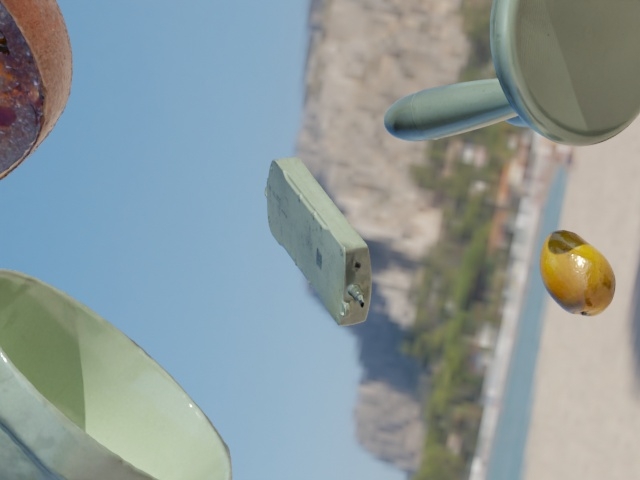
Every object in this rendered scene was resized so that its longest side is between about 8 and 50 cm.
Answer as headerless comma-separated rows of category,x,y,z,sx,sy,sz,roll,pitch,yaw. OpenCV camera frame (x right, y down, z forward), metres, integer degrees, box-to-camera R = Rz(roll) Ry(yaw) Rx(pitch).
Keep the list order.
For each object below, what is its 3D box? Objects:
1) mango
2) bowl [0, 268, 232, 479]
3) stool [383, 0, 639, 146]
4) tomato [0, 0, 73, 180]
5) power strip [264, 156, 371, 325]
mango,0.223,0.027,1.667,0.046,0.060,0.089,39,-158,-52
bowl,-0.244,0.178,1.752,0.163,0.307,0.307,-46,-2,9
stool,0.176,-0.186,1.709,0.199,0.195,0.195,9,105,54
tomato,-0.368,-0.212,1.898,0.144,0.338,0.338,-35,-38,-47
power strip,0.000,0.000,1.681,0.227,0.029,0.080,-127,34,-54
